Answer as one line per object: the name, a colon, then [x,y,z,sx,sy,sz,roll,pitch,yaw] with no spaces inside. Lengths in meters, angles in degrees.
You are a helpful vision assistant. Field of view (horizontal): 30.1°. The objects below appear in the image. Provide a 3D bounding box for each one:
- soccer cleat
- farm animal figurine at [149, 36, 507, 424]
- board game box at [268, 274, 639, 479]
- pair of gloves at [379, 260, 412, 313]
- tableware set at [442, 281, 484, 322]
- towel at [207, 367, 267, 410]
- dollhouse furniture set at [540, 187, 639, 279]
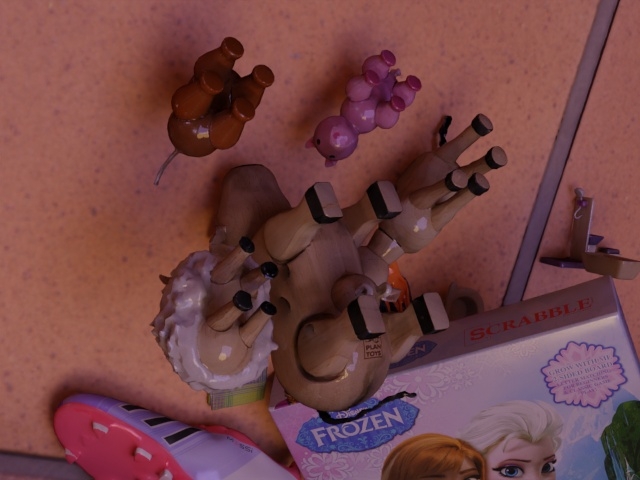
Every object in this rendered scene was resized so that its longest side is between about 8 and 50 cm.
soccer cleat: [-0.118,0.188,1.034,0.248,0.095,0.083,32,127,-20]
farm animal figurine: [0.000,0.000,0.983,0.330,0.172,0.327,15,53,-32]
board game box: [0.159,0.217,1.095,0.319,0.066,0.318,-18,116,15]
pair of gloves: [0.050,0.063,1.128,0.083,0.010,0.074,-27,116,-19]
tableware set: [0.153,0.121,1.196,0.169,0.020,0.141,18,93,-32]
towel: [-0.074,0.108,1.068,0.060,0.009,0.083,-7,107,-29]
dollhouse furniture set: [0.295,-0.007,1.192,0.091,0.114,0.081,4,96,-28]
